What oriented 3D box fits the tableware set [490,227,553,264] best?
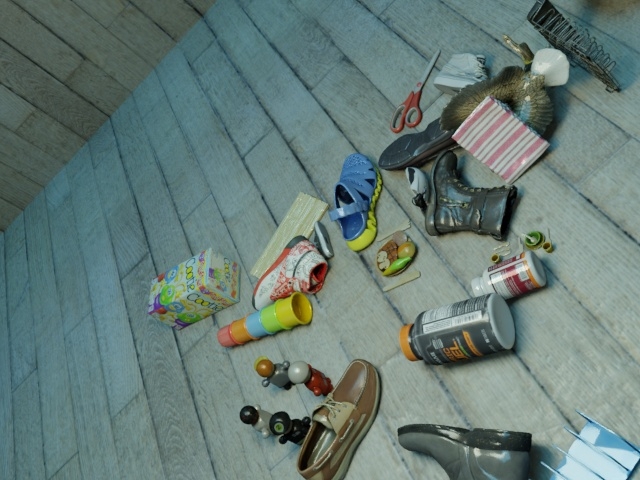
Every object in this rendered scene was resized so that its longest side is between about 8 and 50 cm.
[{"bbox_3d":[0.467,0.030,1.680,0.154,0.024,0.104,-22,50,31],"label":"tableware set"}]

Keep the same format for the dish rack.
[{"bbox_3d":[0.630,-0.471,1.750,0.074,0.208,0.271,-50,41,18],"label":"dish rack"}]

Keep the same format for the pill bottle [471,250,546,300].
[{"bbox_3d":[0.425,0.088,1.630,0.152,0.086,0.086,-26,47,28],"label":"pill bottle"}]

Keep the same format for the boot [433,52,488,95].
[{"bbox_3d":[0.429,-0.464,2.008,0.258,0.095,0.123,32,93,51],"label":"boot"}]

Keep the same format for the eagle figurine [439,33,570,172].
[{"bbox_3d":[0.481,-0.344,1.816,0.226,0.225,0.298,30,74,39],"label":"eagle figurine"}]

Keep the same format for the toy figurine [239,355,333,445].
[{"bbox_3d":[-0.096,0.409,1.847,0.209,0.148,0.213,2,65,44],"label":"toy figurine"}]

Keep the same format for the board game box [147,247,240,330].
[{"bbox_3d":[-0.407,0.159,2.321,0.275,0.142,0.144,-26,47,28],"label":"board game box"}]

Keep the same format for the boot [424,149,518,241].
[{"bbox_3d":[0.390,-0.116,1.818,0.229,0.091,0.263,-3,69,40],"label":"boot"}]

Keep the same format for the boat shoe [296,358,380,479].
[{"bbox_3d":[0.042,0.432,1.724,0.123,0.116,0.324,6,67,45],"label":"boat shoe"}]

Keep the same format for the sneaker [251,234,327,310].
[{"bbox_3d":[-0.087,0.129,2.081,0.145,0.090,0.270,44,105,36],"label":"sneaker"}]

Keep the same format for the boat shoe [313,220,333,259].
[{"bbox_3d":[0.000,0.000,2.124,0.040,0.049,0.142,-36,45,20],"label":"boat shoe"}]

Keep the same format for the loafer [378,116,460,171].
[{"bbox_3d":[0.288,-0.250,1.998,0.302,0.095,0.109,-25,43,48],"label":"loafer"}]

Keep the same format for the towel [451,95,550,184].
[{"bbox_3d":[0.442,-0.244,1.768,0.144,0.197,0.029,-50,3,28],"label":"towel"}]

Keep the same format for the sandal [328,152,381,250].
[{"bbox_3d":[0.093,-0.133,2.064,0.126,0.138,0.317,-26,46,31],"label":"sandal"}]

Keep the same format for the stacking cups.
[{"bbox_3d":[-0.167,0.239,2.093,0.316,0.096,0.096,-24,48,36],"label":"stacking cups"}]

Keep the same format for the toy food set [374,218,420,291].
[{"bbox_3d":[0.195,0.034,1.921,0.132,0.038,0.192,-29,46,26],"label":"toy food set"}]

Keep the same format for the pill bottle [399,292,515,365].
[{"bbox_3d":[0.302,0.208,1.628,0.245,0.130,0.130,-20,50,33],"label":"pill bottle"}]

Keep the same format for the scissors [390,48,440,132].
[{"bbox_3d":[0.287,-0.459,2.196,0.109,0.021,0.297,-3,62,44],"label":"scissors"}]

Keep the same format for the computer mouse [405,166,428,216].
[{"bbox_3d":[0.271,-0.140,1.935,0.042,0.106,0.193,-32,38,21],"label":"computer mouse"}]

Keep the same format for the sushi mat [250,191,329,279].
[{"bbox_3d":[-0.099,-0.006,2.243,0.151,0.019,0.316,25,81,50],"label":"sushi mat"}]

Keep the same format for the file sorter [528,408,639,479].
[{"bbox_3d":[0.487,0.416,1.327,0.170,0.104,0.118,-55,41,-3],"label":"file sorter"}]

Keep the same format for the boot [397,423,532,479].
[{"bbox_3d":[0.279,0.493,1.466,0.338,0.118,0.223,-14,67,52],"label":"boot"}]
